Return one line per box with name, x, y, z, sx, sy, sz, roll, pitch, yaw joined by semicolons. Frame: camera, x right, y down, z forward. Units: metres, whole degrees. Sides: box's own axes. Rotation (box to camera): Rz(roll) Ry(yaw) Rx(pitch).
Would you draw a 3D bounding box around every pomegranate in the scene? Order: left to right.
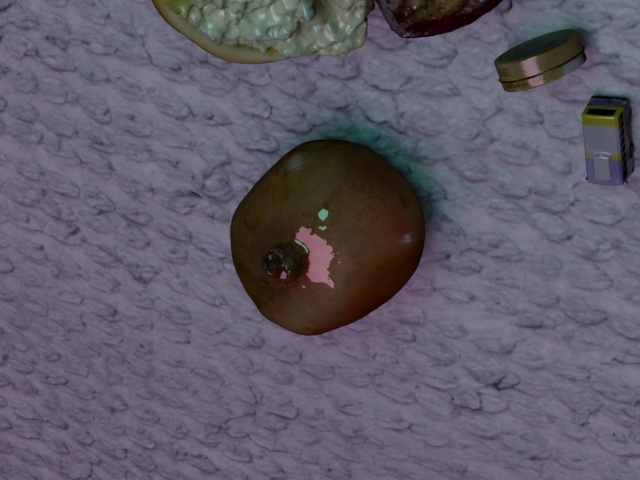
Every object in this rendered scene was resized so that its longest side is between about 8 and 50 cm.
pomegranate;0.000;0.000;2.104;0.252;0.270;0.229;-35;93;34

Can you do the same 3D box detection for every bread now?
bread;-0.098;-0.336;1.829;0.211;0.316;0.270;-28;66;7

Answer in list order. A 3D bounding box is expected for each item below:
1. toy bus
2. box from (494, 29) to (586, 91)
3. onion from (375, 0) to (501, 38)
toy bus;0.340;-0.114;1.967;0.052;0.058;0.102;7;125;26
box;0.253;-0.208;1.919;0.105;0.105;0.037;-12;108;35
onion;0.137;-0.335;1.838;0.207;0.216;0.206;-24;142;9
